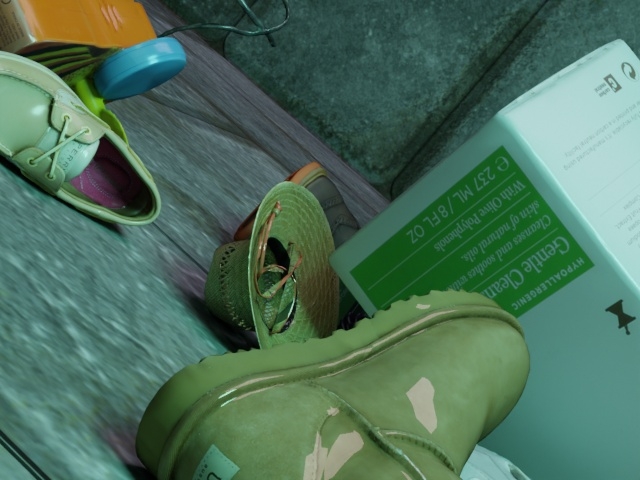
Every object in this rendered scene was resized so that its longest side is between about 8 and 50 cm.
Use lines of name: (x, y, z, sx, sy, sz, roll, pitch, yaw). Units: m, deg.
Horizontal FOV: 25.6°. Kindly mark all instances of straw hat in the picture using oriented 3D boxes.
straw hat: (-0.042, 0.029, 0.914, 0.061, 0.144, 0.144, -3, -12, 22)

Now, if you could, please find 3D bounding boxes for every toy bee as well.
toy bee: (-0.170, -0.133, 1.077, 0.298, 0.162, 0.195, 15, 55, -46)

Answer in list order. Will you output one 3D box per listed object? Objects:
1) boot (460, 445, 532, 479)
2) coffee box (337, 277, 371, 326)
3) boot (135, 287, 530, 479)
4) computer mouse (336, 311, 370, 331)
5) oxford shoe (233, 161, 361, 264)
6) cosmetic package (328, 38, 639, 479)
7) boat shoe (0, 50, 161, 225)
boot: (0.082, 0.162, 0.701, 0.123, 0.095, 0.258, 31, 1, -24)
coffee box: (0.060, 0.054, 1.138, 0.040, 0.113, 0.184, 40, 7, 26)
boot: (0.081, 0.144, 0.574, 0.236, 0.089, 0.269, -13, 44, -41)
computer mouse: (0.122, 0.160, 0.992, 0.272, 0.072, 0.188, 27, 14, -14)
oxford shoe: (0.000, 0.000, 1.239, 0.098, 0.097, 0.271, 47, 8, 10)
cosmetic package: (0.204, 0.086, 0.872, 0.155, 0.197, 0.365, -32, 82, -43)
boat shoe: (-0.157, -0.059, 0.872, 0.059, 0.063, 0.170, 38, 3, 42)
